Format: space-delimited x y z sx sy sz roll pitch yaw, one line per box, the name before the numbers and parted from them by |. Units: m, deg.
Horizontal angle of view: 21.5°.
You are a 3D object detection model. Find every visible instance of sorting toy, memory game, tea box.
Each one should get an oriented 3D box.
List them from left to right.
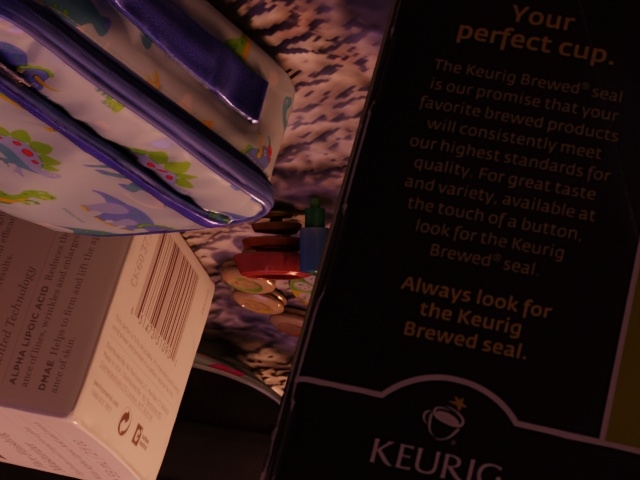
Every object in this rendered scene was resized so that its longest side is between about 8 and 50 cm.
sorting toy | 0.000 0.000 0.961 0.102 0.042 0.061 0 173 6
memory game | 0.025 0.045 1.083 0.186 0.012 0.186 13 159 5
tea box | 0.163 0.075 0.623 0.329 0.323 0.220 13 159 9

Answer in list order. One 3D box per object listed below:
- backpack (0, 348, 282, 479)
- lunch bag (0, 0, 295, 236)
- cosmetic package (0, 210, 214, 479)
backpack | -0.143 0.174 1.246 0.253 0.225 0.191 15 -179 -13
lunch bag | -0.126 -0.078 0.774 0.176 0.090 0.219 -4 153 35
cosmetic package | -0.187 0.050 1.048 0.183 0.151 0.151 8 157 18
